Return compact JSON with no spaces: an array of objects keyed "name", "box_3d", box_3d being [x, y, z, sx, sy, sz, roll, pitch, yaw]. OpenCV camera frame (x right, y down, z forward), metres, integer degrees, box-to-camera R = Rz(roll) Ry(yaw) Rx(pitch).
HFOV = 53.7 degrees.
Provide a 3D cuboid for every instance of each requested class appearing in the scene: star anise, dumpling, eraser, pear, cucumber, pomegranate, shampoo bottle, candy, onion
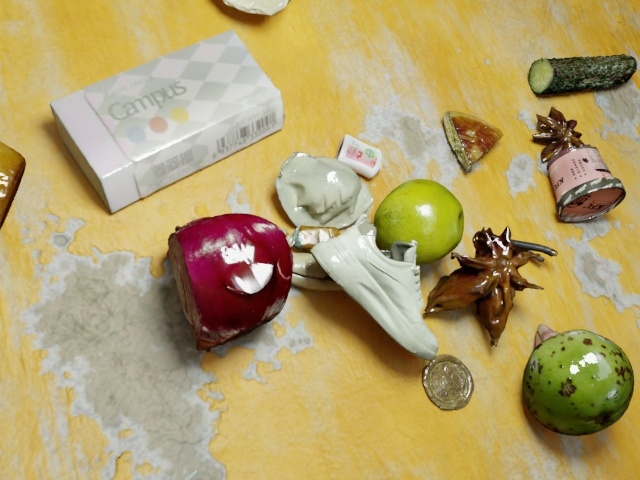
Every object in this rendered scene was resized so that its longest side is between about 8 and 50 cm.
[{"name":"star anise","box_3d":[0.365,0.073,1.291,0.346,0.148,0.238,-24,102,-29]},{"name":"dumpling","box_3d":[0.003,-0.087,1.238,0.181,0.111,0.155,32,94,4]},{"name":"eraser","box_3d":[-0.272,-0.235,1.195,0.396,0.082,0.213,-33,83,-28]},{"name":"star anise","box_3d":[0.584,-0.250,1.541,0.167,0.057,0.168,8,66,-18]},{"name":"pear","box_3d":[0.173,-0.035,1.254,0.180,0.216,0.166,-62,139,-52]},{"name":"dumpling","box_3d":[-0.141,-0.575,1.362,0.179,0.131,0.252,2,58,5]},{"name":"cucumber","box_3d":[0.700,-0.434,1.643,0.359,0.096,0.096,-9,73,-26]},{"name":"pomegranate","box_3d":[0.486,0.257,1.246,0.214,0.214,0.248,8,29,-18]},{"name":"shampoo bottle","box_3d":[0.085,-0.173,1.329,0.099,0.043,0.072,22,64,-11]},{"name":"candy","box_3d":[0.000,0.000,1.229,0.181,0.046,0.053,4,72,-14]},{"name":"onion","box_3d":[-0.138,0.049,1.065,0.206,0.206,0.216,-18,78,-26]}]

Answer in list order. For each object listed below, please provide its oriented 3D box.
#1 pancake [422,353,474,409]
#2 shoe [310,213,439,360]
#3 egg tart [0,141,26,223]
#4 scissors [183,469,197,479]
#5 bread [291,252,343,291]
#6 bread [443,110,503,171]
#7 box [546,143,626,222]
[{"name":"pancake","box_3d":[0.250,0.277,1.234,0.114,0.011,0.115,6,69,-17]},{"name":"shoe","box_3d":[0.135,0.075,1.155,0.316,0.124,0.159,41,90,-20]},{"name":"egg tart","box_3d":[-0.552,-0.094,0.980,0.147,0.202,0.203,21,64,-22]},{"name":"scissors","box_3d":[-0.228,0.398,1.008,0.083,0.006,0.036,-38,88,-29]},{"name":"bread","box_3d":[0.018,0.061,1.208,0.214,0.053,0.073,6,72,-19]},{"name":"bread","box_3d":[0.330,-0.242,1.444,0.136,0.054,0.154,46,56,-1]},{"name":"box","box_3d":[0.603,-0.136,1.456,0.151,0.151,0.135,-1,62,-21]}]
